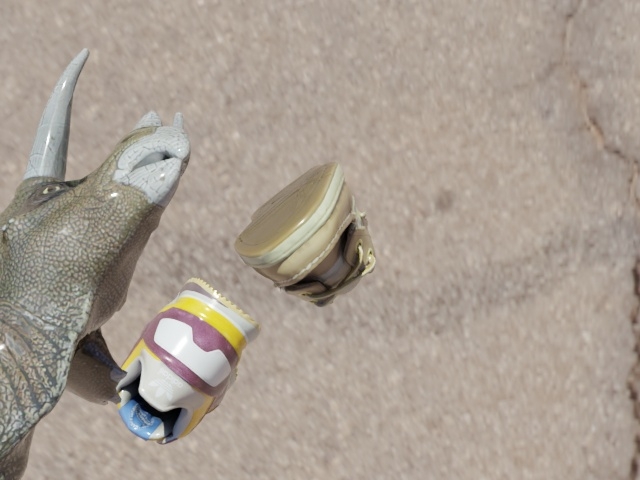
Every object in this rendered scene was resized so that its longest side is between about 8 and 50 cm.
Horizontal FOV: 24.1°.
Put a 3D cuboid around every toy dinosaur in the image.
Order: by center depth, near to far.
[{"bbox_3d":[-0.170,0.066,0.415,0.313,0.121,0.160,-16,33,-6],"label":"toy dinosaur"}]

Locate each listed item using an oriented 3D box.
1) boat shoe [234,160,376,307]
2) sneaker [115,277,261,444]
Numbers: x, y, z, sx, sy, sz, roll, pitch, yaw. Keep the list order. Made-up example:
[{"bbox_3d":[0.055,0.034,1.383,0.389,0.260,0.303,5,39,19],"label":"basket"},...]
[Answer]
[{"bbox_3d":[0.000,0.000,0.572,0.050,0.135,0.045,-38,95,7],"label":"boat shoe"},{"bbox_3d":[-0.093,0.084,0.899,0.069,0.185,0.084,38,68,4],"label":"sneaker"}]
